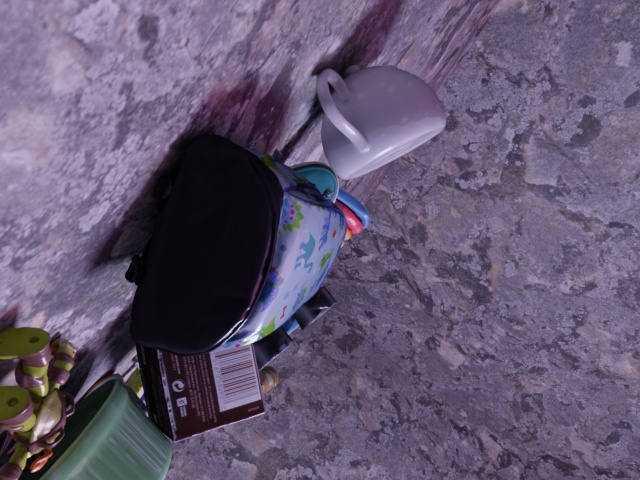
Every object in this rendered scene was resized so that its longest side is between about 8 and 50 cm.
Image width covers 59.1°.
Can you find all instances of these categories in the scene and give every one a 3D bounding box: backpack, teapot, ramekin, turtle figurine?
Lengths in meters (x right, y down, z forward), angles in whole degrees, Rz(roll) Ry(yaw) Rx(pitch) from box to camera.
[{"bbox_3d":[-0.099,0.004,0.858,0.355,0.273,0.290,-98,-152,-82],"label":"backpack"},{"bbox_3d":[0.095,-0.241,1.053,0.252,0.187,0.256,-27,180,-15],"label":"teapot"},{"bbox_3d":[-0.374,0.377,0.866,0.303,0.148,0.303,-40,-168,10],"label":"ramekin"},{"bbox_3d":[-0.342,0.212,0.653,0.217,0.087,0.270,110,-1,-49],"label":"turtle figurine"}]

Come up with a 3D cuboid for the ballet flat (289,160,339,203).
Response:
[{"bbox_3d":[-0.133,-0.005,1.097,0.400,0.139,0.139,-47,173,-10],"label":"ballet flat"}]

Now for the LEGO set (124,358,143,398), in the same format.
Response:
[{"bbox_3d":[-0.343,0.271,1.161,0.287,0.132,0.107,-26,148,-18],"label":"LEGO set"}]

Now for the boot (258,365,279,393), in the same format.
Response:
[{"bbox_3d":[-0.250,0.399,1.400,0.236,0.089,0.269,-31,173,20],"label":"boot"}]

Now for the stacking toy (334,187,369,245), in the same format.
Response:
[{"bbox_3d":[0.000,0.000,1.692,0.302,0.175,0.166,-54,173,-10],"label":"stacking toy"}]

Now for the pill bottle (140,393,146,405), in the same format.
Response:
[{"bbox_3d":[-0.396,0.331,1.261,0.120,0.067,0.067,-54,173,21],"label":"pill bottle"}]

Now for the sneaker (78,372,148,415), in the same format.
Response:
[{"bbox_3d":[-0.431,0.381,1.038,0.262,0.121,0.099,-50,173,-13],"label":"sneaker"}]

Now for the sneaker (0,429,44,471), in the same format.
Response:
[{"bbox_3d":[-0.421,0.291,0.801,0.072,0.077,0.178,-51,175,2],"label":"sneaker"}]

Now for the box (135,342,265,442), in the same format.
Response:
[{"bbox_3d":[-0.224,0.245,1.027,0.167,0.169,0.203,-10,177,-29],"label":"box"}]

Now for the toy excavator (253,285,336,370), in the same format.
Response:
[{"bbox_3d":[-0.214,0.235,1.413,0.433,0.222,0.445,-38,174,-24],"label":"toy excavator"}]
